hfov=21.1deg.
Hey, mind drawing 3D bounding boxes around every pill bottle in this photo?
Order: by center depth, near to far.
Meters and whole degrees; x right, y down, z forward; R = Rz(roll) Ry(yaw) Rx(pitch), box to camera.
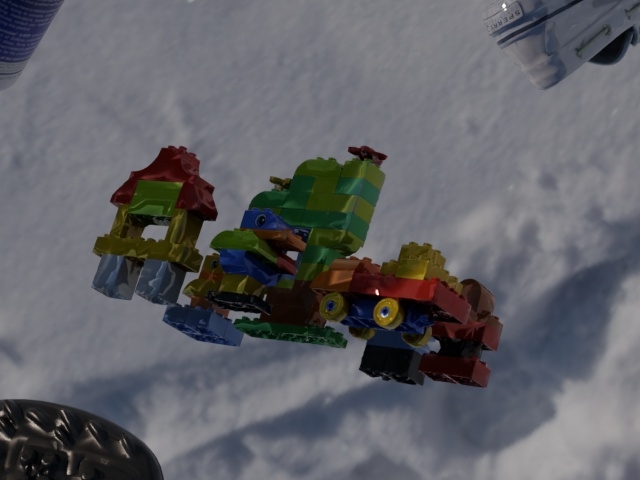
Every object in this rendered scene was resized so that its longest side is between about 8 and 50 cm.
[{"bbox_3d":[-0.281,-0.237,1.537,0.112,0.112,0.186,39,117,4],"label":"pill bottle"}]

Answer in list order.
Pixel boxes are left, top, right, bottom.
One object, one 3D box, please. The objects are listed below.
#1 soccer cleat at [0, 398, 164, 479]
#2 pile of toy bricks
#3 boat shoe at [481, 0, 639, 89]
[{"bbox_3d":[-0.214,0.168,0.976,0.318,0.108,0.116,-12,142,23],"label":"soccer cleat"},{"bbox_3d":[0.000,0.000,0.856,0.212,0.105,0.118,6,161,38],"label":"pile of toy bricks"},{"bbox_3d":[0.192,-0.159,1.224,0.083,0.226,0.075,-24,93,46],"label":"boat shoe"}]
